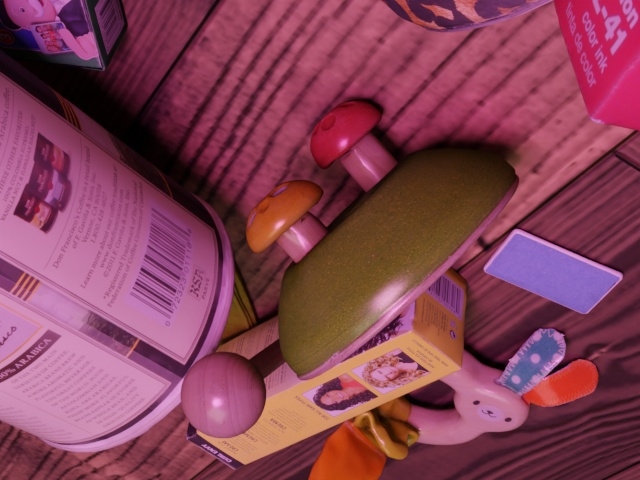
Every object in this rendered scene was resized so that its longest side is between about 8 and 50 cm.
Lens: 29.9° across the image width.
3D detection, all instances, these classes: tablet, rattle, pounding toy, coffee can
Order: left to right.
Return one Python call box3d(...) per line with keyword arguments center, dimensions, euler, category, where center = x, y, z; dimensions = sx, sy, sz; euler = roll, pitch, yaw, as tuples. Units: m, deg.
box3d(center=(-0.212, -0.006, 0.733), dimensions=(0.202, 0.201, 0.275), euler=(-11, 148, 31), category="coffee can")
box3d(center=(0.000, 0.000, 0.742), dimensions=(0.237, 0.183, 0.110), euler=(-41, 93, 25), category="pounding toy")
box3d(center=(0.096, 0.143, 0.904), dimensions=(0.200, 0.143, 0.130), euler=(3, 121, 26), category="rattle")
box3d(center=(0.161, 0.022, 0.834), dimensions=(0.083, 0.006, 0.054), euler=(23, 141, -6), category="tablet")

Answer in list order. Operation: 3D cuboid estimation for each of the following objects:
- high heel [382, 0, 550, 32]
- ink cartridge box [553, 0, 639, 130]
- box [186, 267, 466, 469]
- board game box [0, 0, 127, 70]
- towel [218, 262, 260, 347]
box3d(center=(0.012, -0.179, 0.498), dimensions=(0.186, 0.093, 0.261), euler=(40, 176, -32), category="high heel")
box3d(center=(0.255, -0.164, 0.442), dimensions=(0.226, 0.131, 0.306), euler=(9, 144, -15), category="ink cartridge box")
box3d(center=(0.001, 0.090, 0.894), dimensions=(0.232, 0.087, 0.058), euler=(-31, 124, 34), category="box")
box3d(center=(-0.240, -0.235, 0.645), dimensions=(0.214, 0.046, 0.317), euler=(9, 141, 12), category="board game box")
box3d(center=(-0.094, 0.088, 0.995), dimensions=(0.102, 0.021, 0.237), euler=(2, 139, 17), category="towel")
